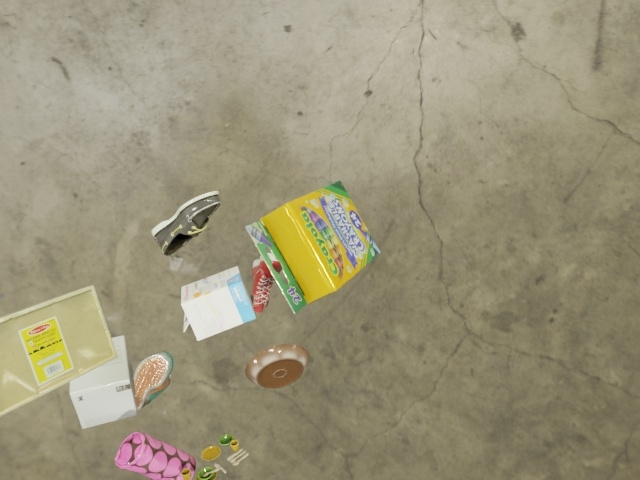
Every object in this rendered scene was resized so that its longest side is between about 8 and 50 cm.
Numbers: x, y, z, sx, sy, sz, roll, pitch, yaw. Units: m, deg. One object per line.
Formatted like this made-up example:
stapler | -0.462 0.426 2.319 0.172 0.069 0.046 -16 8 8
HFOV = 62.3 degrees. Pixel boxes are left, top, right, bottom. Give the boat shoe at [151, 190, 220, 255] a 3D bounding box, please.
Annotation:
boat shoe | -0.296 -0.038 1.203 0.228 0.081 0.068 -30 80 36

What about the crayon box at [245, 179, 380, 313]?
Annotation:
crayon box | 0.000 0.000 1.147 0.083 0.323 0.203 -28 92 31

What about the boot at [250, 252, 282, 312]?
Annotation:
boot | -0.169 0.137 1.686 0.089 0.244 0.176 12 72 -18

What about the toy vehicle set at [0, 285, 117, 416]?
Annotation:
toy vehicle set | -0.539 0.207 1.026 0.035 0.267 0.165 -10 98 36

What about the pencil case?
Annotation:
pencil case | -0.392 0.527 1.257 0.098 0.095 0.209 -16 135 19

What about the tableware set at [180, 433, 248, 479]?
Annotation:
tableware set | -0.256 0.519 1.258 0.104 0.154 0.024 16 122 45

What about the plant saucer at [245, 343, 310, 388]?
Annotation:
plant saucer | -0.123 0.384 1.576 0.199 0.036 0.198 -10 133 -11

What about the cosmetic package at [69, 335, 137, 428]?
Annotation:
cosmetic package | -0.612 0.396 1.497 0.151 0.183 0.151 -10 126 -17

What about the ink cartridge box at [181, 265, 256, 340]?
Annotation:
ink cartridge box | -0.217 0.129 1.077 0.143 0.092 0.089 -20 111 -7

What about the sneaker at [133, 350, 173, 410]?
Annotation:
sneaker | -0.580 0.472 1.862 0.108 0.121 0.302 44 121 7
